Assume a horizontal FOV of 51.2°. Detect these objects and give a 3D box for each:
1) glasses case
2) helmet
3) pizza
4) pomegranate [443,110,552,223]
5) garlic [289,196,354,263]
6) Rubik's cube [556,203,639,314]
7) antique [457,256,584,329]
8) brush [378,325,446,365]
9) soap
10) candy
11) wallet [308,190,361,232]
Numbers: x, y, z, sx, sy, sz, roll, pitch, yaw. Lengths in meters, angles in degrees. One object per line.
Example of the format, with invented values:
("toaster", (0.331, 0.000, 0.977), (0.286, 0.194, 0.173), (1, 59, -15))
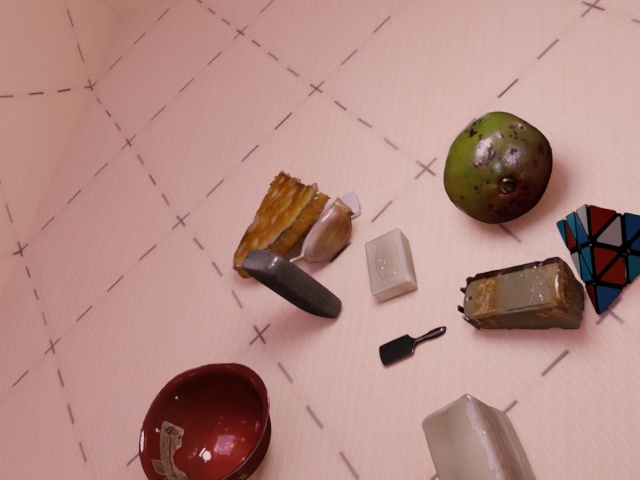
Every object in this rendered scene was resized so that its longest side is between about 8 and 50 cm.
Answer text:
("glasses case", (-0.075, 0.123, 1.848), (0.131, 0.323, 0.074), (12, 70, 44))
("helmet", (-0.263, 0.521, 1.776), (0.385, 0.230, 0.337), (-29, 49, 4))
("pizza", (-0.106, -0.095, 2.150), (0.440, 0.130, 0.406), (-40, 28, 32))
("pomegranate", (0.447, -0.215, 1.745), (0.291, 0.291, 0.323), (-27, 48, 18))
("garlic", (0.000, 0.005, 2.000), (0.266, 0.148, 0.129), (-57, 32, -10))
("Rubik's cube", (0.616, 0.008, 1.498), (0.284, 0.234, 0.249), (9, 67, 38))
("antique", (0.465, 0.138, 1.594), (0.284, 0.150, 0.125), (-11, 55, 40))
("brush", (0.240, 0.267, 1.740), (0.194, 0.016, 0.062), (-28, 49, 18))
("soap", (0.197, 0.069, 1.875), (0.122, 0.064, 0.183), (-25, 48, 23))
("candy", (0.346, 0.507, 1.370), (0.145, 0.208, 0.358), (-33, 47, 21))
("wallet", (0.040, -0.080, 2.113), (0.190, 0.033, 0.095), (-28, 46, 16))
